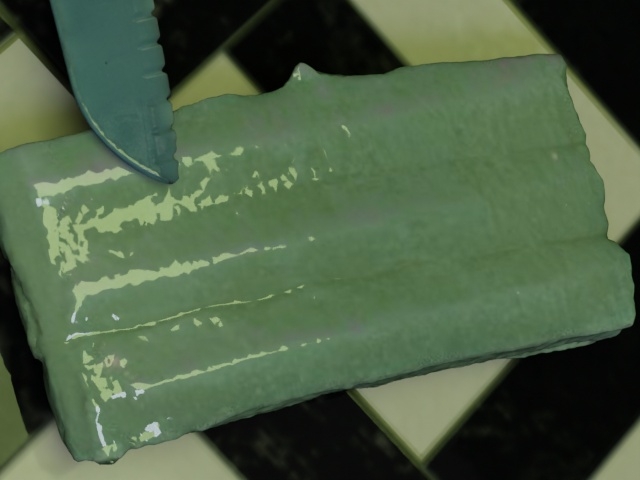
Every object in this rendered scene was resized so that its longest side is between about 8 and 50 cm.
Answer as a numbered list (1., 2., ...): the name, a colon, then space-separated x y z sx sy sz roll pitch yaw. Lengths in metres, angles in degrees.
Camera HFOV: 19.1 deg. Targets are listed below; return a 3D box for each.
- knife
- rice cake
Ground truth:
1. knife: -0.101 -0.165 0.687 0.045 0.019 0.313 -10 77 -23
2. rice cake: 0.000 0.000 0.701 0.237 0.043 0.127 -13 84 -25
